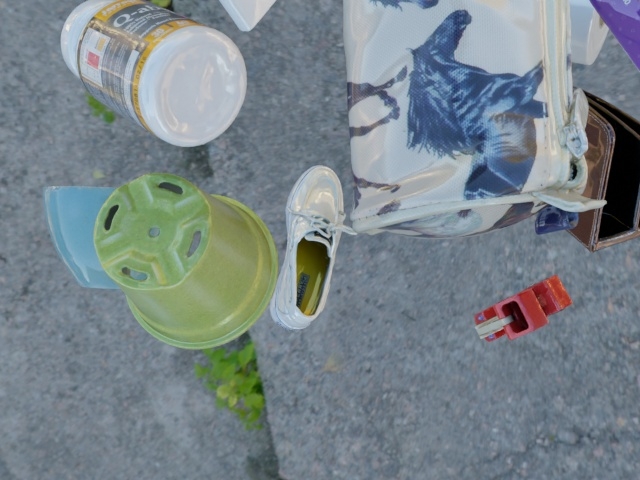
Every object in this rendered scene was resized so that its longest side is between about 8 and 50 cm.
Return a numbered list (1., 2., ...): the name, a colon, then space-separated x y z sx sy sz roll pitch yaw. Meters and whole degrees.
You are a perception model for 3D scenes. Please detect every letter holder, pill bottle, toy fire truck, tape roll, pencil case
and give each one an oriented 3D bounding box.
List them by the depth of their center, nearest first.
1. pencil case: 0.105 -0.207 0.555 0.183 0.160 0.410 -2 88 34
2. toy fire truck: 0.244 0.096 0.995 0.047 0.135 0.192 64 150 9
3. pill bottle: -0.242 -0.247 1.093 0.278 0.162 0.162 32 110 40
4. letter holder: 0.403 -0.164 1.212 0.152 0.302 0.214 -16 126 -14
5. tape roll: 0.473 -0.463 1.393 0.100 0.286 0.286 18 105 23

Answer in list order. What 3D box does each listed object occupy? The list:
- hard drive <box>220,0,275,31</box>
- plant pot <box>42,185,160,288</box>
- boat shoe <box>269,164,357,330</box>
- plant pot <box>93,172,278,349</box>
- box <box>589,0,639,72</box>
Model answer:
1. hard drive: -0.170 -0.590 1.501 0.040 0.307 0.203 16 64 44
2. plant pot: -0.414 -0.003 1.585 0.290 0.290 0.195 2 89 15
3. boat shoe: -0.008 -0.002 1.602 0.136 0.156 0.367 23 68 -19
4. plant pot: -0.226 0.018 1.240 0.276 0.254 0.276 -2 74 8
5. box: 0.332 -0.173 0.723 0.057 0.201 0.293 -32 119 29
